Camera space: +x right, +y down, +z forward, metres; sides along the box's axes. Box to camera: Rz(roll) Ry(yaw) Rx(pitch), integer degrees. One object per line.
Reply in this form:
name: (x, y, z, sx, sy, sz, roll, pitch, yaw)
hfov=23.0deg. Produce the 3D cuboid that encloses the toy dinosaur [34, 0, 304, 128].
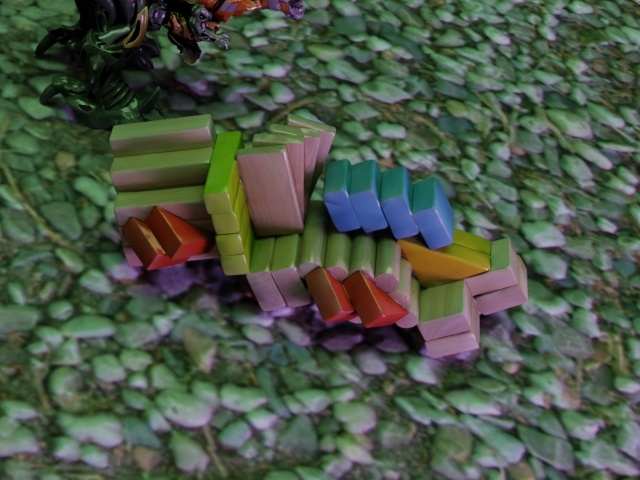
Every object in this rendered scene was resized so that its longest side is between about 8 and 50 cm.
toy dinosaur: (-0.173, -0.229, 1.403, 0.322, 0.218, 0.164, 18, 40, 1)

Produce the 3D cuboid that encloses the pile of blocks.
pile of blocks: (0.000, 0.000, 1.252, 0.362, 0.149, 0.112, 13, 39, -6)
